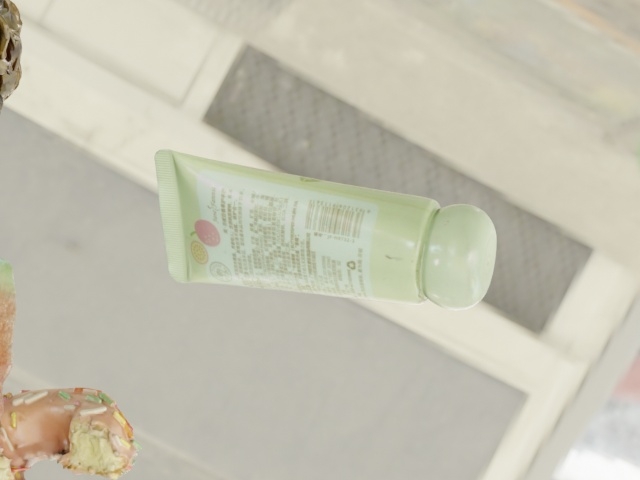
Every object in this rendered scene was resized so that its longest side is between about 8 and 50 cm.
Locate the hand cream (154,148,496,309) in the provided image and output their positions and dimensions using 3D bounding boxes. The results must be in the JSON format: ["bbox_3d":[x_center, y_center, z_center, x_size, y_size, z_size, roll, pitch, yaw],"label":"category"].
[{"bbox_3d":[0.000,0.000,1.565,0.306,0.093,0.147,7,127,15],"label":"hand cream"}]

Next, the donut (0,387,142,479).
[{"bbox_3d":[-0.336,0.234,2.061,0.199,0.233,0.085,32,135,61],"label":"donut"}]

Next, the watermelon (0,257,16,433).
[{"bbox_3d":[-0.396,0.125,1.714,0.193,0.256,0.140,-10,170,11],"label":"watermelon"}]

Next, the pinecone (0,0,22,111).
[{"bbox_3d":[-0.407,-0.190,1.748,0.243,0.243,0.257,36,-172,-43],"label":"pinecone"}]
